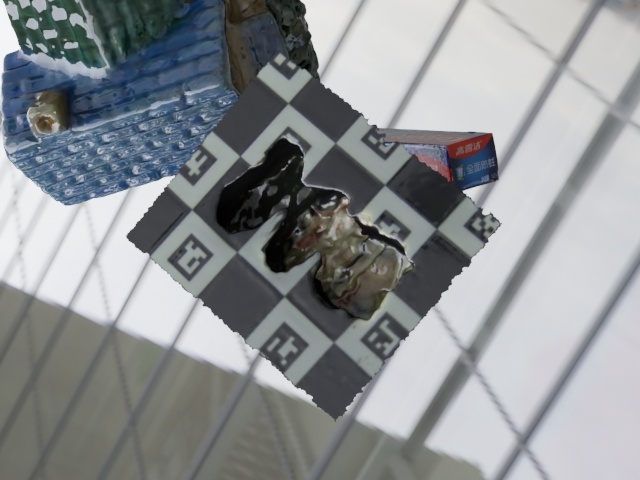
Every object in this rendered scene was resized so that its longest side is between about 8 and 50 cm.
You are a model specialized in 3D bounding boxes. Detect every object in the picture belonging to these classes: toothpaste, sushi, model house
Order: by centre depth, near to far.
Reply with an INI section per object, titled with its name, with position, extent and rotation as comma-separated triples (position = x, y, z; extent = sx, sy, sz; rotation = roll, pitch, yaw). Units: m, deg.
[sushi]
position = 0.000, 0.000, 1.798
extent = 0.373, 0.296, 0.100
rotation = 39, 178, 27
[toothpaste]
position = 0.094, -0.105, 1.938
extent = 0.076, 0.066, 0.320
rotation = -18, -166, -32
[model house]
position = -0.252, -0.301, 2.093
extent = 0.395, 0.445, 0.400
rotation = -13, -164, 15
